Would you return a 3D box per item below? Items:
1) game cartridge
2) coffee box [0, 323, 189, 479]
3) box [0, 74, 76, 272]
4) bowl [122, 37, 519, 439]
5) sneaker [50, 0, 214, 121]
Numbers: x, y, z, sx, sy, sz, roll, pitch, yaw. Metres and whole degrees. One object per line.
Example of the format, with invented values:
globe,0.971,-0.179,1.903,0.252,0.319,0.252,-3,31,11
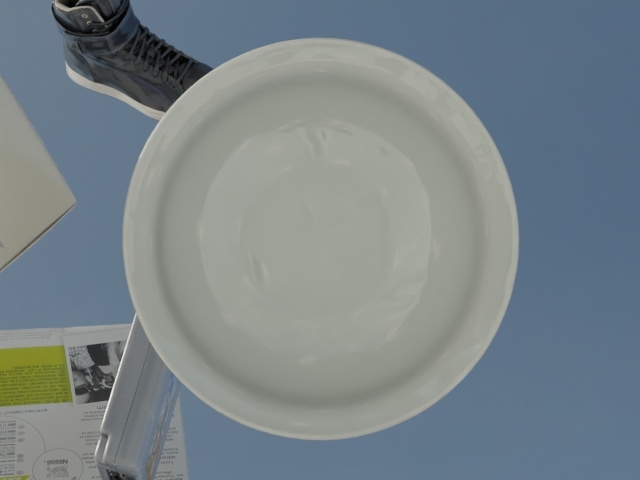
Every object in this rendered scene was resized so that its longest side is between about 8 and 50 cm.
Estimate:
game cartridge,-0.199,0.186,1.212,0.062,0.198,0.297,18,-23,0
coffee box,-0.388,0.363,1.610,0.338,0.334,0.338,-1,-49,-14
box,-0.360,-0.025,0.834,0.311,0.121,0.148,-12,-65,34
bowl,0.000,0.000,0.844,0.297,0.134,0.298,0,-92,-1
sneaker,-0.205,-0.225,1.220,0.226,0.086,0.163,17,-32,10
